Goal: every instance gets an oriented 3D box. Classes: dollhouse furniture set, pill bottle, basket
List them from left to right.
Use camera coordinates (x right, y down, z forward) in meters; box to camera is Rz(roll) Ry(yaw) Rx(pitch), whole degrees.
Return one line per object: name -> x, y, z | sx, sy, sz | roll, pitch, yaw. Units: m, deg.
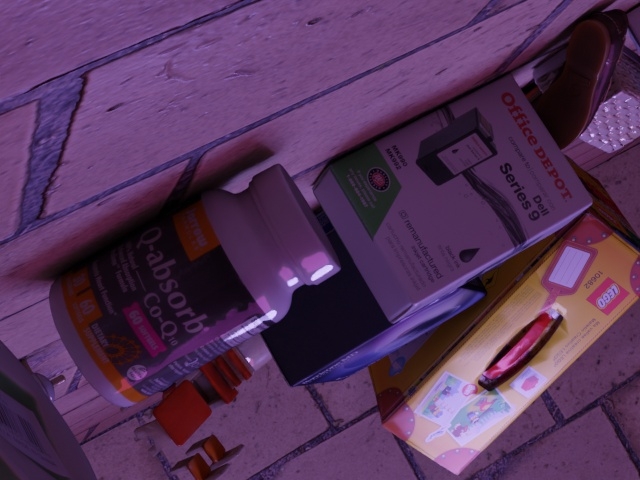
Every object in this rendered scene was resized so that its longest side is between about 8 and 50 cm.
dollhouse furniture set -> -0.235, 0.298, 2.432 | 0.135, 0.262, 0.259 | -35, -176, 25
pill bottle -> -0.130, 0.044, 1.373 | 0.278, 0.162, 0.162 | -31, 173, 5
basket -> 0.389, -0.201, 1.794 | 0.113, 0.103, 0.167 | -34, 152, 28

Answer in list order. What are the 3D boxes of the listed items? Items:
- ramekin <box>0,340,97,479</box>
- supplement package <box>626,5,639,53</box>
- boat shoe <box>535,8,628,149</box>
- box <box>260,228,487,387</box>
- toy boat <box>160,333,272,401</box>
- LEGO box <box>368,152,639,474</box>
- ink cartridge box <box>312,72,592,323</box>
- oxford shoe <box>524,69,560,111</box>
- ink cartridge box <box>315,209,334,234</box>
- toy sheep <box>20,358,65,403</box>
ramekin -> -0.315, 0.186, 1.104 | 0.148, 0.303, 0.303 | -36, 173, -1
supplement package -> 0.523, -0.280, 1.837 | 0.134, 0.139, 0.244 | -30, 175, 14
boat shoe -> 0.339, -0.203, 1.673 | 0.073, 0.073, 0.207 | -33, 155, -40
box -> 0.073, 0.082, 2.023 | 0.296, 0.182, 0.294 | -32, 167, 12
toy boat -> -0.206, 0.233, 2.663 | 0.318, 0.148, 0.267 | -38, 178, 4
LEGO box -> 0.307, 0.096, 2.292 | 0.500, 0.193, 0.372 | -48, -157, 17
ink cartridge box -> 0.170, -0.058, 1.691 | 0.289, 0.211, 0.121 | -29, 172, -18
oxford shoe -> 0.332, -0.181, 1.923 | 0.271, 0.098, 0.097 | -29, 173, -13
ink cartridge box -> 0.000, 0.000, 2.082 | 0.223, 0.045, 0.224 | -34, 171, 24
toy sheep -> -0.409, 0.215, 1.775 | 0.132, 0.091, 0.091 | -28, 173, -14
